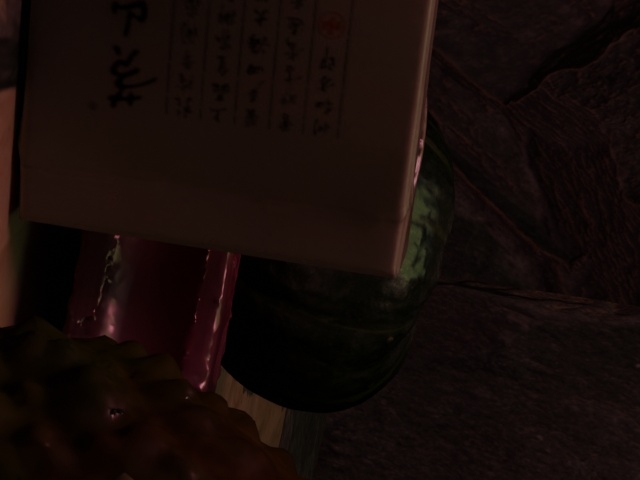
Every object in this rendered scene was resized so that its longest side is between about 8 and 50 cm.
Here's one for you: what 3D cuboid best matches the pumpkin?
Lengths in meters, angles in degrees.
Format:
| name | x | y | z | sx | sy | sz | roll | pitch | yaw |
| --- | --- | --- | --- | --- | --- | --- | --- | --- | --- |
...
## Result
| name | x | y | z | sx | sy | sz | roll | pitch | yaw |
| --- | --- | --- | --- | --- | --- | --- | --- | --- | --- |
| pumpkin | 0.000 | 0.000 | 1.531 | 0.300 | 0.207 | 0.300 | -169 | -90 | -81 |

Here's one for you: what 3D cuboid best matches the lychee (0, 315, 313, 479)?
| name | x | y | z | sx | sy | sz | roll | pitch | yaw |
| --- | --- | --- | --- | --- | --- | --- | --- | --- | --- |
| lychee | -0.095 | 0.157 | 0.528 | 0.320 | 0.270 | 0.270 | 11 | 87 | -73 |

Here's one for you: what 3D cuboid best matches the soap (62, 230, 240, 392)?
| name | x | y | z | sx | sy | sz | roll | pitch | yaw |
| --- | --- | --- | --- | --- | --- | --- | --- | --- | --- |
| soap | -0.090 | -0.024 | 1.027 | 0.162 | 0.099 | 0.250 | 99 | 0 | -81 |

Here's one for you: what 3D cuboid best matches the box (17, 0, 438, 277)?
| name | x | y | z | sx | sy | sz | roll | pitch | yaw |
| --- | --- | --- | --- | --- | --- | --- | --- | --- | --- |
| box | -0.036 | -0.172 | 0.860 | 0.051 | 0.205 | 0.365 | -63 | 161 | -71 |
